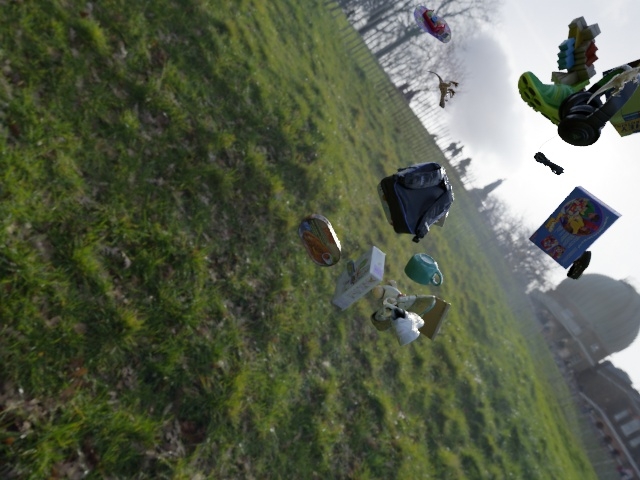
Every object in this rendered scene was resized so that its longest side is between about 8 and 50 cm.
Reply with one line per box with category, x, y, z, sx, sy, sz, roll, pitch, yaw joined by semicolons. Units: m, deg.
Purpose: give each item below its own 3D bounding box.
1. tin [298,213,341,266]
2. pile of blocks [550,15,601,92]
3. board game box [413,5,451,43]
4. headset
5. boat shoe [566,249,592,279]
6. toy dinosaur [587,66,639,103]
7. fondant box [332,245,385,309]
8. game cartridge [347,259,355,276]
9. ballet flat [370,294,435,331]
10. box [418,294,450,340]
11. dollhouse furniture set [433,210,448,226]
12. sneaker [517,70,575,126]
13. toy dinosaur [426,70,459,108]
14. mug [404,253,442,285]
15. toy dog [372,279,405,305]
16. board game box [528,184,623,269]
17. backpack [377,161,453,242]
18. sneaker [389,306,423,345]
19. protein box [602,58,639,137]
tin;0.000;0.000;1.429;0.190;0.106;0.040;65;24;-26
pile of blocks;0.967;-0.653;1.656;0.112;0.149;0.362;-153;-122;-68
board game box;0.411;-0.782;1.572;0.168;0.033;0.133;25;59;-17
headset;0.892;-0.390;1.482;0.185;0.394;0.243;37;47;-3
boat shoe;0.938;0.088;1.600;0.049;0.042;0.133;-69;169;-49
toy dinosaur;0.756;-0.405;1.119;0.092;0.183;0.053;4;61;-63
fondant box;0.218;0.215;2.518;0.096;0.330;0.238;35;36;-14
game cartridge;0.163;0.151;2.365;0.056;0.017;0.083;-38;-125;58
ballet flat;0.369;0.324;2.066;0.123;0.348;0.123;27;45;-31
box;0.569;0.388;2.233;0.021;0.201;0.164;24;2;-15
dollhouse furniture set;0.511;-0.159;2.085;0.183;0.129;0.129;19;18;16
sneaker;0.847;-0.527;1.622;0.295;0.123;0.109;35;3;-11
toy dinosaur;0.550;-0.690;1.968;0.064;0.112;0.211;120;-32;-63
mug;0.460;0.122;1.942;0.158;0.097;0.129;17;29;-12
toy dog;0.454;0.378;2.713;0.334;0.220;0.161;-117;-156;-65
board game box;1.233;-0.061;2.157;0.078;0.347;0.233;-13;52;-44
backpack;0.367;-0.170;1.689;0.213;0.263;0.276;20;-47;60
sneaker;0.297;0.278;1.558;0.115;0.090;0.232;59;14;2
protein box;1.154;-0.521;1.635;0.201;0.136;0.200;13;74;-43
